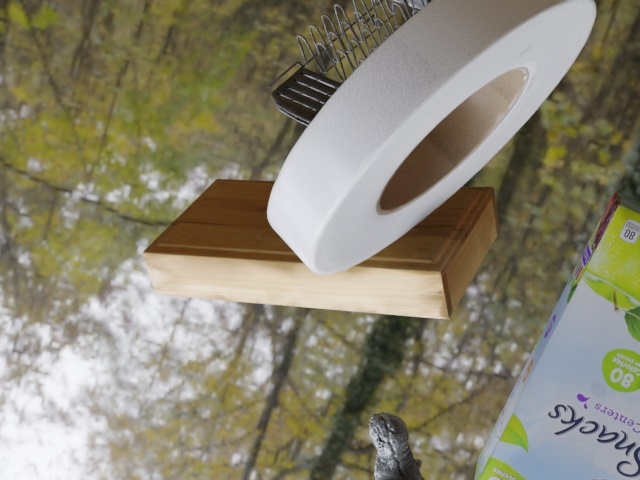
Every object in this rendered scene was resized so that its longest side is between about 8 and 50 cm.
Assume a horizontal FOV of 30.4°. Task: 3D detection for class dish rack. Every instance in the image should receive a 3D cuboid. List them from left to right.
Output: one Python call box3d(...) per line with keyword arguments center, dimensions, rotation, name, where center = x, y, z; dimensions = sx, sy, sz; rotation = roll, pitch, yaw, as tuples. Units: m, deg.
box3d(center=(0.068, -0.239, 1.431), dimensions=(0.271, 0.074, 0.208), rotation=(-44, -135, -19), name="dish rack")

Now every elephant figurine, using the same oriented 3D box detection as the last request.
box3d(center=(0.098, 0.318, 1.248), dimensions=(0.186, 0.169, 0.239), rotation=(24, 155, 7), name="elephant figurine")

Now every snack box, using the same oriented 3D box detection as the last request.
box3d(center=(0.218, 0.100, 0.740), dimensions=(0.174, 0.207, 0.070), rotation=(25, -166, 7), name="snack box")

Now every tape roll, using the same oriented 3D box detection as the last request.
box3d(center=(0.114, -0.122, 1.185), dimensions=(0.072, 0.392, 0.392), rotation=(48, -154, 14), name="tape roll")

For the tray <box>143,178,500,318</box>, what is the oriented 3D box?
box3d(center=(0.000, 0.000, 1.506), dimensions=(0.410, 0.076, 0.203), rotation=(4, -147, 26), name="tray")
